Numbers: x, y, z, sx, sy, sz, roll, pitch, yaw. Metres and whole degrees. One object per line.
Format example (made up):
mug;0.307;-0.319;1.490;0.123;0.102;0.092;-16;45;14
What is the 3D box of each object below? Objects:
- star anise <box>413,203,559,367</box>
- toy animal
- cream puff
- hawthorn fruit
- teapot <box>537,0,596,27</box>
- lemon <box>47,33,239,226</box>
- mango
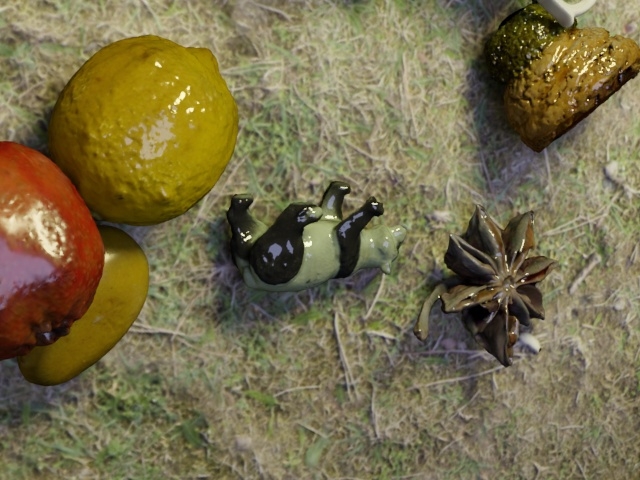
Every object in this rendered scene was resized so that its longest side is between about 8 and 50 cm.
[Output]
star anise;0.209;0.059;1.542;0.231;0.089;0.209;1;87;-29
toy animal;0.000;0.000;1.441;0.225;0.094;0.121;-8;113;-31
cream puff;0.287;-0.226;1.498;0.183;0.183;0.169;-38;84;-13
hawthorn fruit;-0.332;-0.007;1.184;0.205;0.205;0.253;-31;79;-15
teapot;0.222;-0.384;1.398;0.298;0.204;0.139;33;67;-15
lemon;-0.189;-0.115;1.284;0.192;0.192;0.231;41;76;-24
mango;-0.269;0.073;1.328;0.195;0.098;0.137;-52;145;-1
